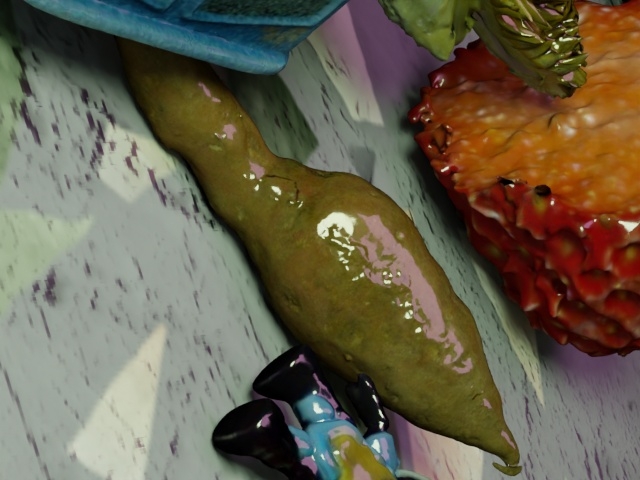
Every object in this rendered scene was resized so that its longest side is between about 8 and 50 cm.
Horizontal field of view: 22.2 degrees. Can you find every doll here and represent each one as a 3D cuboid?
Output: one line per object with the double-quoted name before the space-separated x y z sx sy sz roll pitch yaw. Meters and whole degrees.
"doll" 0.036 0.132 0.686 0.195 0.070 0.096 50 46 -15

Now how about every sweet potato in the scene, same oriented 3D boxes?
"sweet potato" -0.002 -0.002 0.725 0.269 0.075 0.075 49 30 -10

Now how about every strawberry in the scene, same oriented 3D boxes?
"strawberry" 0.178 -0.027 0.942 0.234 0.234 0.178 -79 164 -48

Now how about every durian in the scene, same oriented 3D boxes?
"durian" 0.045 -0.201 0.820 0.306 0.166 0.172 51 41 -1

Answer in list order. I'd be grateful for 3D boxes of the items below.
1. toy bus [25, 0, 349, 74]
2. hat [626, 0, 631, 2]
"toy bus" -0.052 -0.247 0.661 0.152 0.190 0.312 11 53 -43
"hat" 0.384 -0.114 1.441 0.366 0.257 0.381 -111 -158 -70
